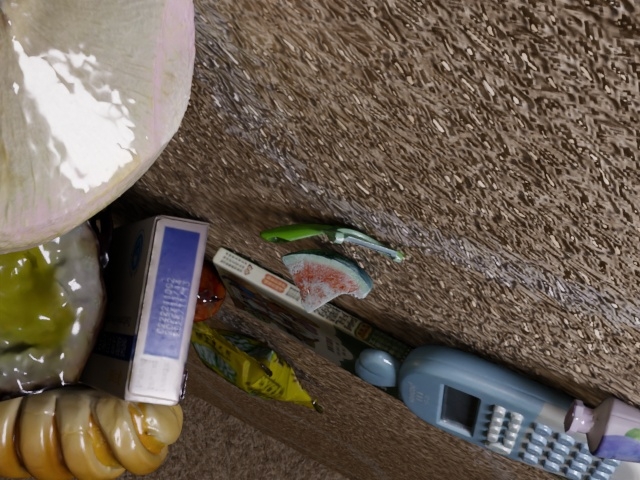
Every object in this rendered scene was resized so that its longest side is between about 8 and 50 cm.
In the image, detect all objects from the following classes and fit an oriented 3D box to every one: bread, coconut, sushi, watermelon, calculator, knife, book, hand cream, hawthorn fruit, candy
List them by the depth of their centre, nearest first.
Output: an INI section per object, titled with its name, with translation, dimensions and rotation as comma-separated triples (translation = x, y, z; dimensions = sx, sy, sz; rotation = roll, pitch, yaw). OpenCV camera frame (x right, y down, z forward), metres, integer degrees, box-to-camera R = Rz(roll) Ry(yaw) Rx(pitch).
[coconut]
translation = -0.182, -0.104, 0.557
dimensions = 0.227, 0.227, 0.230
rotation = 33, 164, -8
[hand cream]
translation = 0.277, 0.171, 0.893
dimensions = 0.142, 0.053, 0.084
rotation = 20, 164, 3
[knife]
translation = 0.001, -0.003, 0.900
dimensions = 0.078, 0.023, 0.166
rotation = 24, 171, -31
[watermelon]
translation = 0.008, 0.041, 0.947
dimensions = 0.085, 0.061, 0.085
rotation = 26, -179, 0
[calculator]
translation = 0.175, 0.171, 1.048
dimensions = 0.302, 0.042, 0.188
rotation = 23, 159, 14
[sushi]
translation = -0.387, 0.027, 1.202
dimensions = 0.281, 0.299, 0.294
rotation = 13, 174, -19
[book]
translation = 0.003, 0.105, 1.237
dimensions = 0.264, 0.027, 0.202
rotation = 28, 164, 12
[hawthorn fruit]
translation = -0.153, 0.062, 1.287
dimensions = 0.081, 0.081, 0.093
rotation = 37, 171, -21
[bread]
translation = -0.326, 0.236, 1.301
dimensions = 0.311, 0.121, 0.173
rotation = 2, 174, 11
[candy]
translation = -0.110, 0.201, 1.664
dimensions = 0.187, 0.081, 0.297
rotation = 25, 164, 27

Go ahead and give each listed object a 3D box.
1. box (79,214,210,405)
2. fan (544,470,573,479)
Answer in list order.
[box]
translation = -0.223, 0.081, 1.251
dimensions = 0.065, 0.200, 0.343
rotation = 12, 172, -22
[fan]
translation = 0.305, 0.297, 1.322
dimensions = 0.060, 0.003, 0.080
rotation = 21, 163, 31
